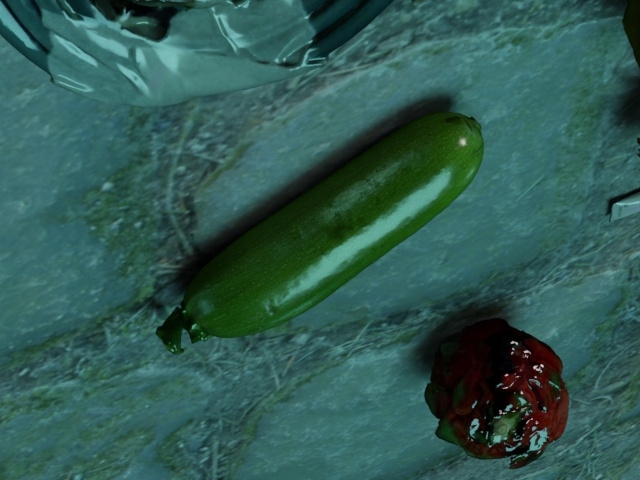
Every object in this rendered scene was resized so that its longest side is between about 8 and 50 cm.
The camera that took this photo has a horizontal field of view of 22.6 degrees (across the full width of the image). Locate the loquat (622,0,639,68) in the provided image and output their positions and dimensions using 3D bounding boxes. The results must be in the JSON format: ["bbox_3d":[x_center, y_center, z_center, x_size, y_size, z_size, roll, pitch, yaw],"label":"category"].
[{"bbox_3d":[0.409,-0.204,1.466,0.246,0.213,0.213,-3,144,-11],"label":"loquat"}]

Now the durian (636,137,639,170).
[{"bbox_3d":[0.433,-0.137,1.674,0.250,0.183,0.138,-27,-174,-10],"label":"durian"}]

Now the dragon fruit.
[{"bbox_3d":[0.210,0.181,1.919,0.182,0.189,0.182,-8,102,-41],"label":"dragon fruit"}]

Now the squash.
[{"bbox_3d":[0.000,0.000,1.548,0.379,0.101,0.101,-33,149,9],"label":"squash"}]

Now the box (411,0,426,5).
[{"bbox_3d":[0.109,-0.242,1.327,0.098,0.045,0.062,-24,149,-11],"label":"box"}]

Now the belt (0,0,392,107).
[{"bbox_3d":[-0.061,-0.272,0.946,0.300,0.173,0.436,10,141,-14],"label":"belt"}]

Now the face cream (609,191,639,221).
[{"bbox_3d":[0.387,-0.052,1.863,0.115,0.020,0.038,-20,149,-9],"label":"face cream"}]
